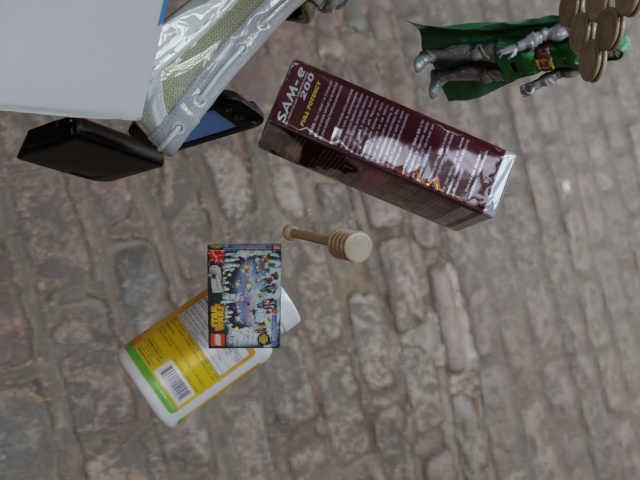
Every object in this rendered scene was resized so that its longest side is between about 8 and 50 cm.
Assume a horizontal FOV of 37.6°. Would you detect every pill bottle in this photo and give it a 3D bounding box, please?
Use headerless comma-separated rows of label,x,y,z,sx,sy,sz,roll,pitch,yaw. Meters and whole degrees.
pill bottle,-0.157,0.147,1.361,0.245,0.136,0.136,-35,108,-12

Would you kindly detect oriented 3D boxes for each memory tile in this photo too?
memory tile,0.238,-0.220,0.819,0.012,0.113,0.148,2,53,-12

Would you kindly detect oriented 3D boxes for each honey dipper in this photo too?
honey dipper,0.000,0.000,0.940,0.030,0.160,0.031,-2,95,-26

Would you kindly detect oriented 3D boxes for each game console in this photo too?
game console,-0.265,-0.161,1.432,0.213,0.361,0.044,15,64,-61

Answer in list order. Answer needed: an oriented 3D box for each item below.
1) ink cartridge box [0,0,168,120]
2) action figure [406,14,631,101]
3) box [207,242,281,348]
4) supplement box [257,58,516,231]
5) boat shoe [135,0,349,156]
ink cartridge box,-0.256,-0.205,0.715,0.168,0.232,0.171,-7,116,-60
action figure,0.222,-0.203,1.036,0.137,0.232,0.064,46,49,-47
box,-0.097,0.071,1.195,0.027,0.093,0.137,-101,-168,-70
supplement box,0.062,-0.092,0.962,0.239,0.130,0.073,22,81,-6
boat shoe,-0.057,-0.212,0.902,0.320,0.118,0.103,-41,102,-18
